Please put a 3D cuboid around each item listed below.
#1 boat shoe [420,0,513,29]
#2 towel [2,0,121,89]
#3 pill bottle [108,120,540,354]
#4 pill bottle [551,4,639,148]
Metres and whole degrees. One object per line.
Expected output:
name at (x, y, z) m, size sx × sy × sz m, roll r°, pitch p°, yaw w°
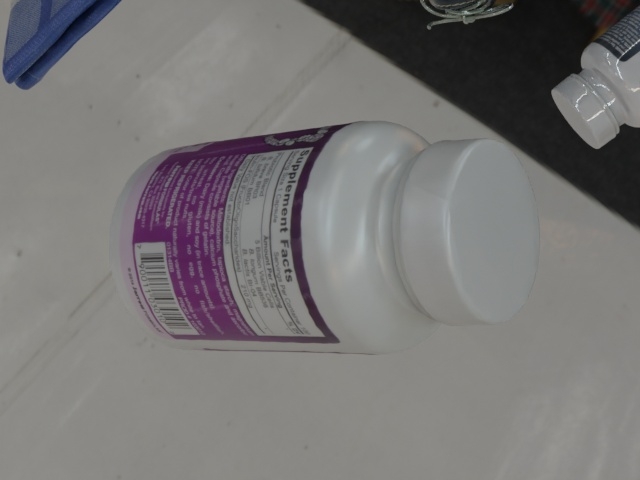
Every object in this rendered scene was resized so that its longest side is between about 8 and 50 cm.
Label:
boat shoe at (0.150, -0.267, 1.162) m, size 0.095 × 0.079 × 0.254 m, roll -1°, pitch 24°, yaw 9°
towel at (-0.155, -0.263, 0.794) m, size 0.034 × 0.209 × 0.285 m, roll 24°, pitch 47°, yaw -37°
pill bottle at (0.000, 0.000, 0.835) m, size 0.169 × 0.301 × 0.169 m, roll 5°, pitch 84°, yaw -52°
pill bottle at (0.340, -0.184, 1.192) m, size 0.180 × 0.108 × 0.108 m, roll -37°, pitch 72°, yaw 3°
